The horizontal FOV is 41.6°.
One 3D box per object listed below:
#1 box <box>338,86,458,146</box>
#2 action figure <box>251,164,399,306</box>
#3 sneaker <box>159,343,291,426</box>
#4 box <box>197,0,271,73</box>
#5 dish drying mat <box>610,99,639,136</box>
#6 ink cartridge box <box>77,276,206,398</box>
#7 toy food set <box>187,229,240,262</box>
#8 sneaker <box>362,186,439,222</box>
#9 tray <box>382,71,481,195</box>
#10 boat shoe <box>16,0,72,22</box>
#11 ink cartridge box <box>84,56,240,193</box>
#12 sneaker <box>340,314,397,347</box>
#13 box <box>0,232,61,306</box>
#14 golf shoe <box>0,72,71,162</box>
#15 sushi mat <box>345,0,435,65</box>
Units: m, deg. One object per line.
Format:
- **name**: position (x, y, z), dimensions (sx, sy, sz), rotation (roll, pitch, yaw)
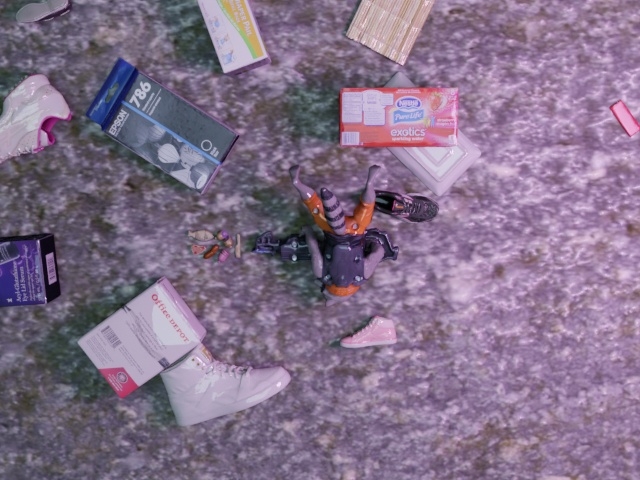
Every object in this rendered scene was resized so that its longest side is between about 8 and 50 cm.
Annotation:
- **box**: position (0.168, -0.268, 1.838), dimensions (0.256, 0.122, 0.128), rotation (0, 98, 1)
- **action figure**: position (0.000, 0.000, 1.868), dimensions (0.341, 0.178, 0.330), rotation (-5, 118, 6)
- **sneaker**: position (-0.229, 0.310, 1.961), dimensions (0.292, 0.108, 0.169), rotation (-20, 100, 5)
- **box**: position (-0.194, -0.476, 1.854), dimensions (0.103, 0.114, 0.203), rotation (-20, 95, 3)
- **dish drying mat**: position (0.693, -0.277, 1.914), dimensions (0.032, 0.008, 0.083), rotation (-37, 96, 6)
- **ink cartridge box**: position (-0.410, 0.222, 1.956), dimensions (0.237, 0.100, 0.172), rotation (-36, 95, 6)
- **toy food set**: position (-0.249, 0.014, 1.966), dimensions (0.122, 0.019, 0.078), rotation (0, 97, 1)
- **sneaker**: position (0.181, -0.076, 1.916), dimensions (0.178, 0.077, 0.072), rotation (7, 98, 0)
- **tray**: position (0.226, -0.241, 1.918), dimensions (0.270, 0.030, 0.145), rotation (44, 95, -4)
- **boat shoe**: position (-0.621, -0.515, 1.896), dimensions (0.125, 0.038, 0.046), rotation (-22, 77, 3)
- **ink cartridge box**: position (-0.364, -0.261, 1.912), dimensions (0.332, 0.065, 0.165), rotation (32, 98, -2)
- **sneaker**: position (0.110, 0.210, 1.969), dimensions (0.134, 0.051, 0.070), rotation (-6, 96, -1)
- **box**: position (-0.720, 0.070, 1.939), dimensions (0.207, 0.108, 0.153), rotation (-5, 98, 2)
- **golf shoe**: position (-0.693, -0.230, 1.900), dimensions (0.140, 0.115, 0.306), rotation (43, 97, -7)
- **sushi mat**: position (0.189, -0.567, 1.882), dimensions (0.151, 0.019, 0.317), rotation (26, 97, -1)
